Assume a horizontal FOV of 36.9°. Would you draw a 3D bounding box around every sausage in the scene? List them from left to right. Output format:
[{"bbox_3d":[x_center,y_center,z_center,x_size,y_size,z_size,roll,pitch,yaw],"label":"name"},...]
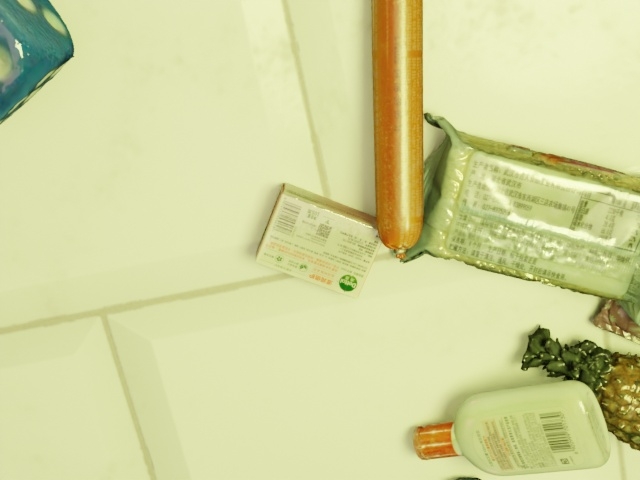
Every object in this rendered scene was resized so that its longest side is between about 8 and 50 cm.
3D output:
[{"bbox_3d":[0.080,-0.151,0.988,0.053,0.053,0.348,-1,102,1],"label":"sausage"}]

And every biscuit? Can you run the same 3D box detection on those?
[{"bbox_3d":[0.242,-0.018,1.025,0.309,0.079,0.186,12,113,3],"label":"biscuit"}]

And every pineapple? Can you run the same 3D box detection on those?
[{"bbox_3d":[0.322,0.158,1.092,0.197,0.108,0.108,29,107,3],"label":"pineapple"}]

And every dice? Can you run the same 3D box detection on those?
[{"bbox_3d":[-0.340,-0.192,0.944,0.143,0.146,0.146,-36,105,14],"label":"dice"}]

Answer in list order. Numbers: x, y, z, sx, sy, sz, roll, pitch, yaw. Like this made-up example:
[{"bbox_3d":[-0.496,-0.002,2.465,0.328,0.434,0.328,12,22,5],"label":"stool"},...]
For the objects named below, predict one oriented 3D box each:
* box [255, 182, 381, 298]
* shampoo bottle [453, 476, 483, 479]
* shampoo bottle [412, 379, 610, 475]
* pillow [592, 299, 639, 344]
[{"bbox_3d":[0.000,0.000,1.061,0.125,0.043,0.089,22,108,-7],"label":"box"},{"bbox_3d":[0.178,0.394,1.184,0.072,0.072,0.214,0,109,0],"label":"shampoo bottle"},{"bbox_3d":[0.210,0.219,1.091,0.220,0.051,0.108,-14,108,32],"label":"shampoo bottle"},{"bbox_3d":[0.392,0.038,1.073,0.118,0.043,0.185,22,112,-5],"label":"pillow"}]
